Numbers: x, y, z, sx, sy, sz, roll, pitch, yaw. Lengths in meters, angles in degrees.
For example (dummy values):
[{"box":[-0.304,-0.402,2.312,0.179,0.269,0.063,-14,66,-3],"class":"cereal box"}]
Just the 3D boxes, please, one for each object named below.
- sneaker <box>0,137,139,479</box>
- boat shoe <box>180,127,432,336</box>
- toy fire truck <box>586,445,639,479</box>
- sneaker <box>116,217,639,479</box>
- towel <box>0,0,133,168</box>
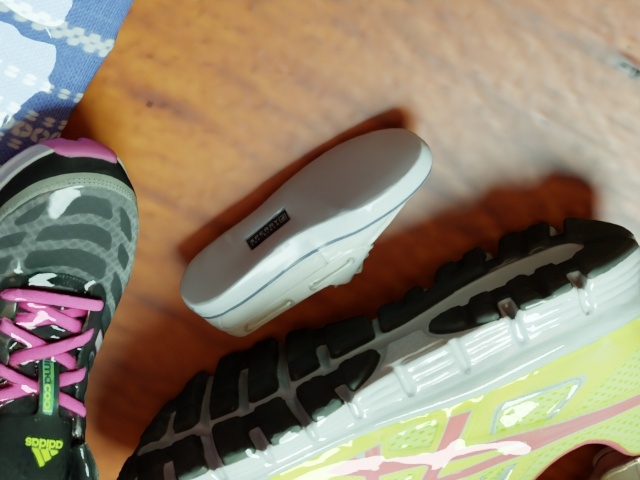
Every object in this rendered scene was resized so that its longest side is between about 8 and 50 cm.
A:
[{"box":[-0.098,0.049,0.529,0.063,0.075,0.170,12,115,-34],"class":"sneaker"},{"box":[0.000,0.000,0.547,0.100,0.035,0.035,-37,133,8],"class":"boat shoe"},{"box":[0.141,0.109,0.577,0.135,0.047,0.192,16,109,-7],"class":"toy fire truck"},{"box":[0.026,0.075,0.546,0.208,0.081,0.094,-23,111,7],"class":"sneaker"},{"box":[-0.233,-0.023,0.512,0.243,0.040,0.336,26,109,-26],"class":"towel"}]
